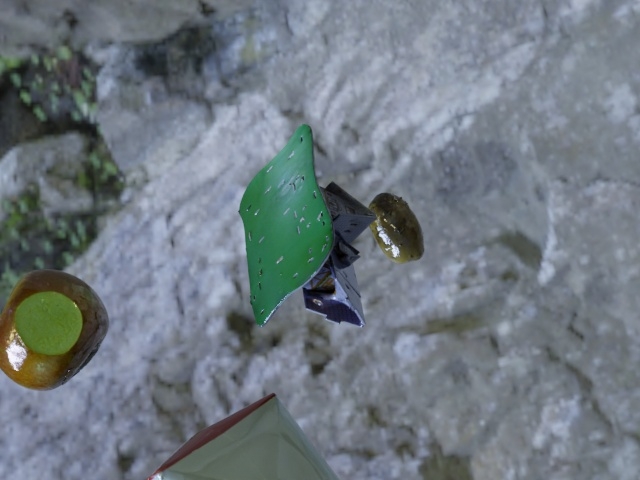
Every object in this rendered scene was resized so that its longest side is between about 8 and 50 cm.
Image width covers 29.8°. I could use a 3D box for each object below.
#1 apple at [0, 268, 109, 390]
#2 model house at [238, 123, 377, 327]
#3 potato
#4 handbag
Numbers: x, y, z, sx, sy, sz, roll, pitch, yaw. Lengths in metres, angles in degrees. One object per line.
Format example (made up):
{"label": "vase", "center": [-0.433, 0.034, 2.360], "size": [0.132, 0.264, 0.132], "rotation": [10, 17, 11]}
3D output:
{"label": "apple", "center": [-0.260, 0.084, 1.141], "size": [0.102, 0.114, 0.099], "rotation": [38, 166, 0]}
{"label": "model house", "center": [0.000, 0.000, 1.046], "size": [0.088, 0.167, 0.117], "rotation": [23, 124, -31]}
{"label": "potato", "center": [0.081, -0.013, 1.295], "size": [0.051, 0.083, 0.040], "rotation": [-31, 171, 7]}
{"label": "handbag", "center": [-0.097, 0.279, 1.037], "size": [0.151, 0.171, 0.298], "rotation": [-30, 167, -42]}
